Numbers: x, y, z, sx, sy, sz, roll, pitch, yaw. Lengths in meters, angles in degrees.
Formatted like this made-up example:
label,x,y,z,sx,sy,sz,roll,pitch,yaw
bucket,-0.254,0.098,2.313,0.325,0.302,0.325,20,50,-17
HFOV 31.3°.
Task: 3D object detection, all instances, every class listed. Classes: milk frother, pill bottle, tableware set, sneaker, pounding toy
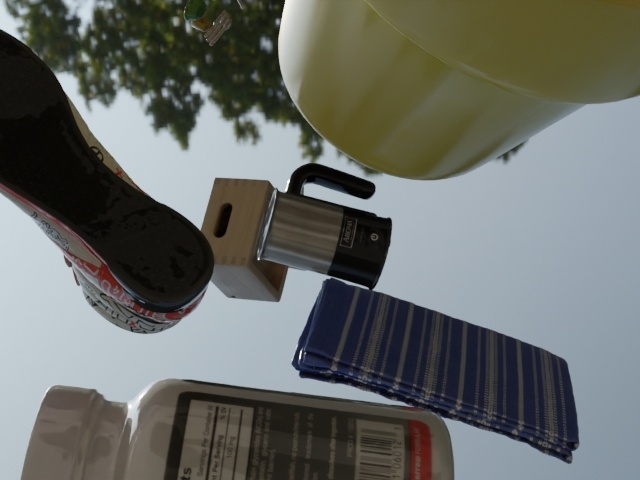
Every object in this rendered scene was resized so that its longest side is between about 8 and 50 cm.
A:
label,x,y,z,sx,sy,sz,roll,pitch,yaw
milk frother,0.000,0.000,1.292,0.134,0.143,0.129,15,-131,-6
pill bottle,-0.075,0.236,1.030,0.362,0.210,0.210,8,-121,-3
tableware set,-0.120,-0.336,1.495,0.024,0.104,0.154,36,-97,20
sneaker,-0.196,-0.035,0.867,0.270,0.145,0.090,44,-111,2
pounding toy,-0.086,-0.008,1.592,0.094,0.206,0.181,4,-113,21

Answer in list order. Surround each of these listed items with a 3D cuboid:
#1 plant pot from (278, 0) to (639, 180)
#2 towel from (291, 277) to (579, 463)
label,x,y,z,sx,sy,sz,roll,pitch,yaw
plant pot,0.087,-0.159,0.635,0.253,0.239,0.254,10,-120,-18
towel,0.141,0.148,1.369,0.335,0.040,0.243,19,-158,1
